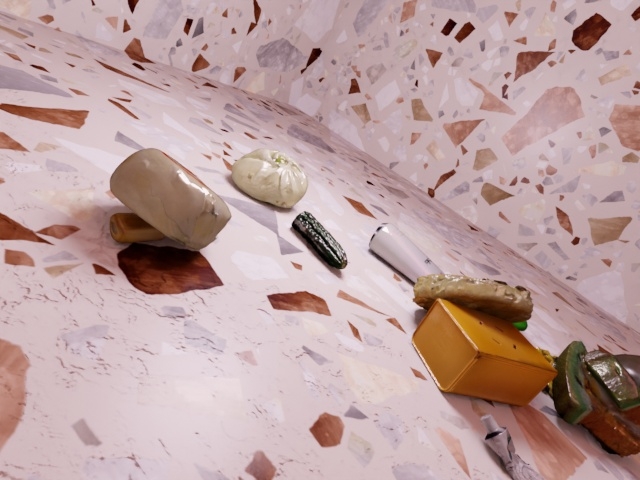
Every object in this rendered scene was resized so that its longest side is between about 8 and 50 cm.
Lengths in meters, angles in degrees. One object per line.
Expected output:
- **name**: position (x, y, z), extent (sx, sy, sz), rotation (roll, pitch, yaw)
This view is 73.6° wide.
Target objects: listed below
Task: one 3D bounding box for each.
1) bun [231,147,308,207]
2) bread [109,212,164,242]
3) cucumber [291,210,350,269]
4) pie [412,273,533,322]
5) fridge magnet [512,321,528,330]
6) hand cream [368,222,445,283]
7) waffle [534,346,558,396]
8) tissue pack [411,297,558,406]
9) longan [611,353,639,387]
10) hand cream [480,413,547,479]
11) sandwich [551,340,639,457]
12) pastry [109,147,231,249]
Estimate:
- **bun**: position (-0.158, -0.224, 1.454), extent (0.259, 0.160, 0.259), rotation (25, 18, -9)
- **bread**: position (-0.373, -0.024, 0.865), extent (0.062, 0.049, 0.103), rotation (59, 27, 13)
- **cucumber**: position (0.001, -0.001, 1.281), extent (0.077, 0.077, 0.265), rotation (3, 36, -50)
- **pie**: position (0.415, 0.167, 1.189), extent (0.339, 0.083, 0.339), rotation (10, -18, 3)
- **fridge magnet**: position (0.622, 0.244, 1.490), extent (0.208, 0.088, 0.208), rotation (25, 22, -11)
- **hand cream**: position (0.328, 0.084, 1.467), extent (0.359, 0.118, 0.185), rotation (40, 22, 14)
- **waffle**: position (0.710, 0.405, 1.286), extent (0.243, 0.058, 0.238), rotation (9, 32, -38)
- **tissue pack**: position (0.392, 0.279, 1.051), extent (0.274, 0.145, 0.194), rotation (20, 25, -25)
- **longan**: position (0.972, 0.459, 1.312), extent (0.248, 0.248, 0.248), rotation (26, 21, -11)
- **hand cream**: position (0.408, 0.448, 0.822), extent (0.257, 0.050, 0.084), rotation (46, 27, 21)
- **sandwich**: position (0.759, 0.421, 1.103), extent (0.301, 0.162, 0.250), rotation (44, 44, 9)
- **pastry**: position (-0.310, -0.088, 0.912), extent (0.265, 0.133, 0.265), rotation (38, -6, 4)
